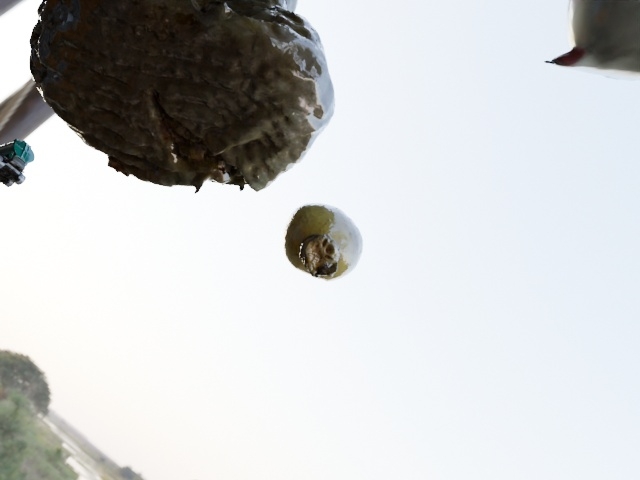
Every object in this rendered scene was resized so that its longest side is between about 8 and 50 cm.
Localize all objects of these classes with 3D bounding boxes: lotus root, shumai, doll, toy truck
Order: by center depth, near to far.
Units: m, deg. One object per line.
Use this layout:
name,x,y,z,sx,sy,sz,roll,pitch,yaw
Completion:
doll,0.237,-0.196,0.461,0.110,0.180,0.107,15,2,32
toy truck,-0.355,-0.083,0.713,0.083,0.044,0.039,-10,-36,22
shumai,-0.126,-0.208,0.727,0.346,0.283,0.217,7,-57,17
lotus root,0.003,-0.001,1.187,0.146,0.130,0.303,23,3,-4
